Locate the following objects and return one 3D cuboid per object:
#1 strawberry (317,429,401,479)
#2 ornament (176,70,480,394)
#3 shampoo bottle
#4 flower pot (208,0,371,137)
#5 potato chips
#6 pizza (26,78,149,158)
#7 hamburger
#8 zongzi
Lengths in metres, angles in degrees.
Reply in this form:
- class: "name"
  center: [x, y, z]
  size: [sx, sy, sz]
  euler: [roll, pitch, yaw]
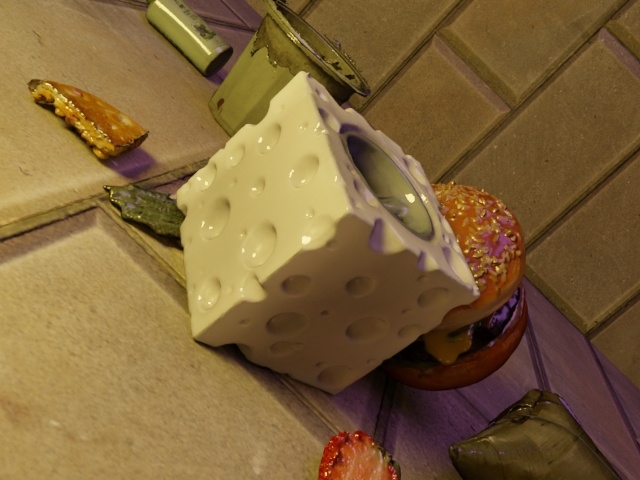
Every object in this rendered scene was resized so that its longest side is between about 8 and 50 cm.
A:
- class: "strawberry"
  center: [0.032, 0.252, 0.729]
  size: [0.104, 0.048, 0.152]
  euler: [54, 32, 7]
- class: "ornament"
  center: [0.000, 0.000, 0.855]
  size: [0.240, 0.240, 0.239]
  euler: [31, 30, -39]
- class: "shampoo bottle"
  center: [-0.308, -0.475, 1.575]
  size: [0.234, 0.087, 0.118]
  euler: [44, 20, -2]
- class: "flower pot"
  center: [-0.077, -0.308, 1.428]
  size: [0.290, 0.259, 0.290]
  euler: [41, 18, -16]
- class: "potato chips"
  center: [-0.183, -0.027, 0.916]
  size: [0.207, 0.028, 0.092]
  euler: [18, 33, -53]
- class: "pizza"
  center: [-0.288, -0.147, 0.925]
  size: [0.131, 0.041, 0.178]
  euler: [51, 17, 27]
- class: "hamburger"
  center: [0.165, 0.055, 1.044]
  size: [0.291, 0.291, 0.225]
  euler: [-113, -179, -52]
- class: "zongzi"
  center: [0.314, 0.362, 0.924]
  size: [0.323, 0.160, 0.360]
  euler: [51, 17, 24]
